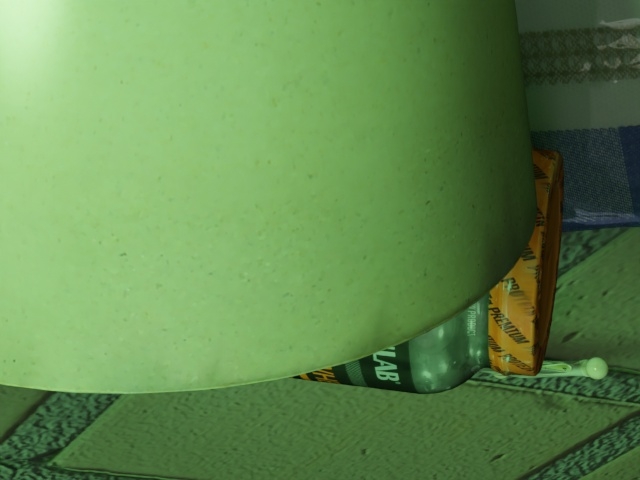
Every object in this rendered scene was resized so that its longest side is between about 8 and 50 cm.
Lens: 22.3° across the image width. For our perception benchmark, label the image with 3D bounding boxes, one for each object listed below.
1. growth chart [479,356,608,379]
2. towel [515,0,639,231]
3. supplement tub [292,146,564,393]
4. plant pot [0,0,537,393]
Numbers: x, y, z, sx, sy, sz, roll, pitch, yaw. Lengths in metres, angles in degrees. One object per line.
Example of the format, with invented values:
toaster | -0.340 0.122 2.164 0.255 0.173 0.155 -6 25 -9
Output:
growth chart | 0.082 0.080 1.155 0.237 0.021 0.172 11 172 -31
towel | 0.045 -0.116 0.652 0.209 0.034 0.285 -3 129 21
supplement tub | 0.000 0.000 0.666 0.190 0.117 0.117 6 155 14
plant pot | -0.054 -0.136 0.505 0.256 0.256 0.274 -3 117 -6
